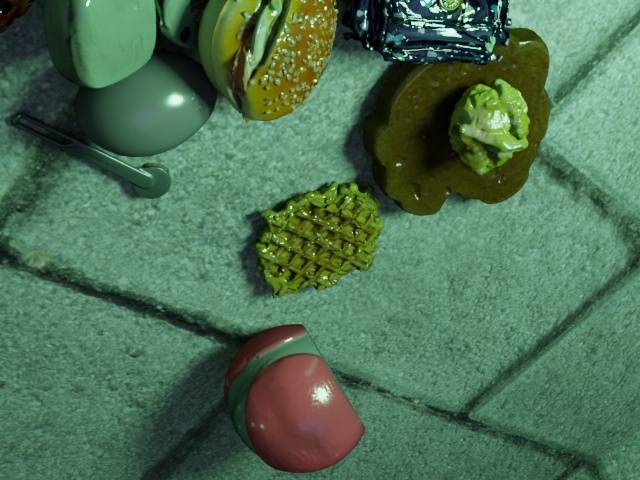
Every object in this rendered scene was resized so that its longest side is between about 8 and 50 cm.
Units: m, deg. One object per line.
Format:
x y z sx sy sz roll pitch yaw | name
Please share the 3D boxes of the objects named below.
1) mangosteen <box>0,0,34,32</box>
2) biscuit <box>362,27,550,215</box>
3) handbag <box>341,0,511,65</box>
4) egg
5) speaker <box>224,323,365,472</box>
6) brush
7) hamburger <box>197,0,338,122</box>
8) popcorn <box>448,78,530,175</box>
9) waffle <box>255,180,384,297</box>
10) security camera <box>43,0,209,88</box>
-0.436 -0.352 0.889 0.302 0.275 0.275 42 111 -6 | mangosteen
0.250 -0.192 1.452 0.359 0.074 0.381 -33 138 8 | biscuit
0.166 -0.338 1.220 0.260 0.113 0.161 -3 112 -21 | handbag
-0.242 -0.193 1.177 0.199 0.146 0.146 -18 137 -19 | egg
-0.043 0.312 1.635 0.295 0.294 0.294 -13 135 -13 | speaker
-0.345 -0.133 1.283 0.266 0.027 0.062 27 117 -35 | brush
-0.065 -0.270 1.149 0.237 0.147 0.236 -40 146 -35 | hamburger
0.269 -0.184 1.351 0.126 0.126 0.145 26 135 -11 | popcorn
-0.001 -0.001 1.541 0.254 0.052 0.245 -17 135 -10 | waffle
-0.220 -0.304 1.080 0.301 0.080 0.157 -38 146 -38 | security camera
